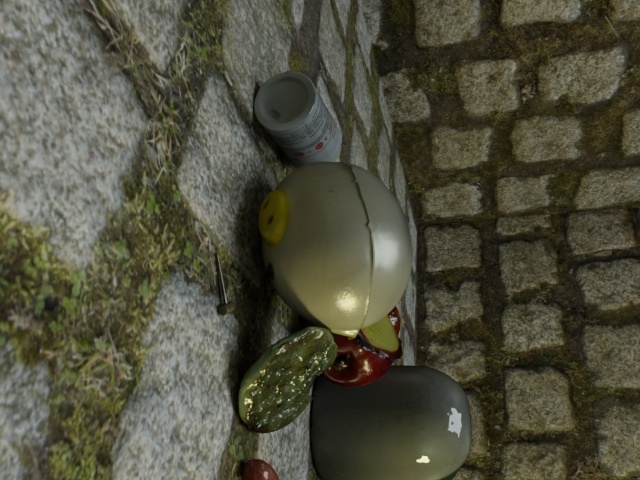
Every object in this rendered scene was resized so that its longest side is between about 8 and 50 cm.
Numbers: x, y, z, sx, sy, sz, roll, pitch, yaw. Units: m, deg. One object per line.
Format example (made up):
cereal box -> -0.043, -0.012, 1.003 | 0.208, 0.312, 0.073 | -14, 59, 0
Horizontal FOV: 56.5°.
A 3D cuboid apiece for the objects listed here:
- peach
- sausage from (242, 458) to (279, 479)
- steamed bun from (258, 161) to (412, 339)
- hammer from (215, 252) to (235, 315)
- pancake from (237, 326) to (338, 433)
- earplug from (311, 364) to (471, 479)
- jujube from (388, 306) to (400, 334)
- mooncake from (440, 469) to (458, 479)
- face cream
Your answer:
peach -> 0.058, 0.221, 1.533 | 0.258, 0.201, 0.361 | 45, 22, -24
sausage -> -0.112, 0.445, 1.118 | 0.094, 0.059, 0.054 | 64, 21, -47
steamed bun -> 0.031, 0.008, 1.239 | 0.374, 0.334, 0.334 | -106, 179, -51
hammer -> -0.175, 0.077, 1.067 | 0.035, 0.019, 0.110 | -23, 106, -73
pancake -> -0.063, 0.268, 1.159 | 0.253, 0.037, 0.253 | -29, 138, -31
earplug -> 0.202, 0.486, 1.598 | 0.312, 0.394, 0.312 | -4, 90, -75
jujube -> 0.147, 0.219, 1.854 | 0.190, 0.190, 0.255 | 60, 21, -56
mooncake -> 0.265, 0.611, 1.860 | 0.356, 0.356, 0.194 | -63, 137, -61
face cream -> -0.027, -0.247, 1.436 | 0.369, 0.145, 0.145 | 47, 42, -67
